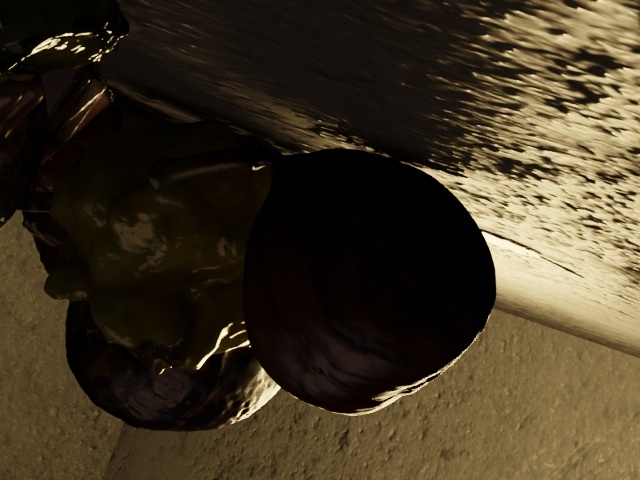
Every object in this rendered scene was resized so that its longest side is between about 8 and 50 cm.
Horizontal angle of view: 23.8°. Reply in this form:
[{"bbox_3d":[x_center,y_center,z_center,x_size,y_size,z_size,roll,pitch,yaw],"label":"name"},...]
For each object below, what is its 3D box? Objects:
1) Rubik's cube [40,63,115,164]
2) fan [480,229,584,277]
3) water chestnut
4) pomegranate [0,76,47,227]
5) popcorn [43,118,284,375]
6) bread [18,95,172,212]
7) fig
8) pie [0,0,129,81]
[{"bbox_3d":[-0.278,-0.158,1.302,0.178,0.211,0.190,41,143,-4],"label":"Rubik's cube"},{"bbox_3d":[0.196,0.010,1.477,0.133,0.005,0.085,22,177,-4],"label":"fan"},{"bbox_3d":[-0.181,0.045,1.736,0.347,0.335,0.335,30,174,-29],"label":"water chestnut"},{"bbox_3d":[-0.275,-0.095,1.077,0.248,0.214,0.214,-14,154,41],"label":"pomegranate"},{"bbox_3d":[-0.116,0.003,1.386,0.286,0.252,0.215,35,-166,-46],"label":"popcorn"},{"bbox_3d":[-0.251,-0.092,1.535,0.212,0.142,0.224,11,176,-26],"label":"bread"},{"bbox_3d":[0.016,-0.002,1.123,0.249,0.186,0.204,61,158,7],"label":"fig"},{"bbox_3d":[-0.283,-0.111,0.842,0.371,0.078,0.296,-4,-174,9],"label":"pie"}]
